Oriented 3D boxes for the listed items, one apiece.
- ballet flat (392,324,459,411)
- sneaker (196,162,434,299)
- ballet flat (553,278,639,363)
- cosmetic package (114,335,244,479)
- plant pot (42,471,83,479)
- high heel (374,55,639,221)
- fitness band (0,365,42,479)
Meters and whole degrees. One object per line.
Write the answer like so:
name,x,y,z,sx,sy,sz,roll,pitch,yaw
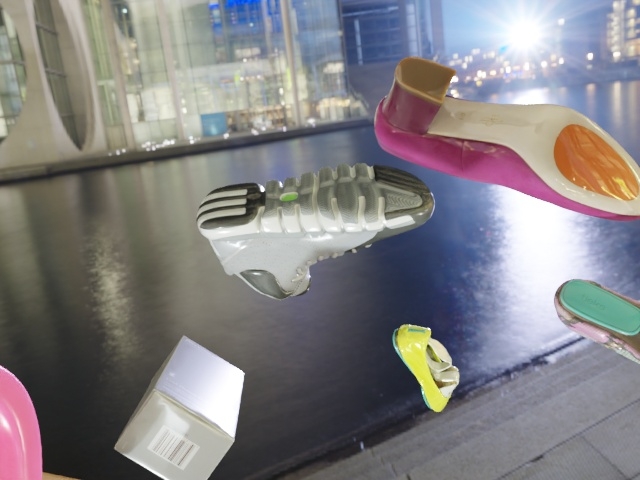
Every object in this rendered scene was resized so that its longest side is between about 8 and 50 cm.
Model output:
ballet flat,0.205,0.233,1.062,0.077,0.231,0.077,-13,38,26
sneaker,0.000,0.000,0.601,0.228,0.132,0.086,-3,44,9
ballet flat,0.378,0.116,0.686,0.221,0.079,0.077,29,73,37
cosmetic package,-0.189,0.237,0.844,0.127,0.107,0.238,34,7,-9
plant pot,-0.347,0.322,0.617,0.187,0.205,0.205,7,8,-18
high heel,0.253,-0.115,0.828,0.377,0.127,0.181,33,-20,9
fitness band,-0.294,0.233,0.441,0.054,0.291,0.209,1,1,15
